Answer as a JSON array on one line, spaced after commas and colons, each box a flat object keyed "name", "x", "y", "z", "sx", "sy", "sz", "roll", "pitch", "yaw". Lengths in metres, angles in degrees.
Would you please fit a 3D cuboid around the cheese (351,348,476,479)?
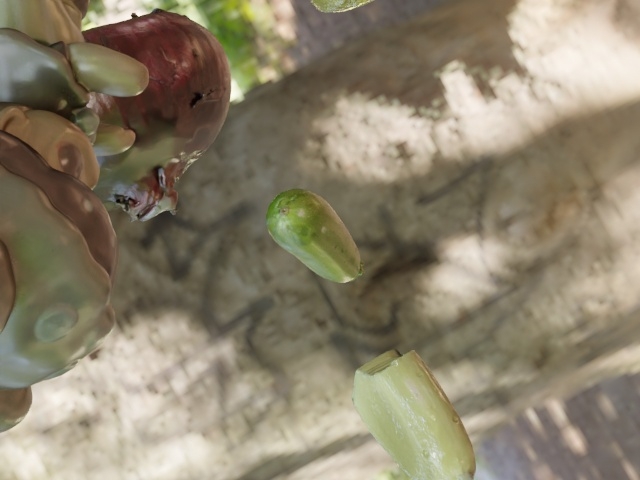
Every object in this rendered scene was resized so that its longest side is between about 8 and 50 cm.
[{"name": "cheese", "x": 0.114, "y": 0.199, "z": 1.432, "sx": 0.255, "sy": 0.050, "sz": 0.127, "roll": 52, "pitch": 155, "yaw": 31}]

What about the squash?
[{"name": "squash", "x": 0.000, "y": 0.000, "z": 1.702, "sx": 0.066, "sy": 0.066, "sz": 0.201, "roll": 58, "pitch": -173, "yaw": 30}]

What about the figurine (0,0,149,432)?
[{"name": "figurine", "x": -0.238, "y": -0.052, "z": 1.192, "sx": 0.248, "sy": 0.203, "sz": 0.380, "roll": 108, "pitch": 168, "yaw": -60}]

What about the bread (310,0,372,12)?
[{"name": "bread", "x": 0.029, "y": -0.292, "z": 1.674, "sx": 0.086, "sy": 0.125, "sz": 0.156, "roll": 55, "pitch": 173, "yaw": -22}]

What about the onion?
[{"name": "onion", "x": -0.236, "y": -0.132, "z": 1.849, "sx": 0.232, "sy": 0.314, "sz": 0.314, "roll": 62, "pitch": 175, "yaw": 12}]
